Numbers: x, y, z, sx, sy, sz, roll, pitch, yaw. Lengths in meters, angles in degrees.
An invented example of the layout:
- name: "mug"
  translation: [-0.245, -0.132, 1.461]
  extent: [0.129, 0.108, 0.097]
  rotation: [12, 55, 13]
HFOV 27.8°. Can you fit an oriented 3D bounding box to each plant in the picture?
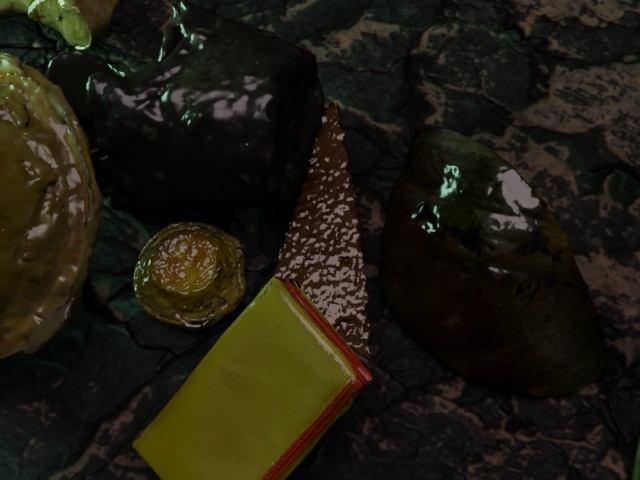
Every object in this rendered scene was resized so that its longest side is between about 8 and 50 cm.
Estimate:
- name: "plant"
  translation: [-0.144, -0.136, 1.368]
  extent: [0.276, 0.199, 0.188]
  rotation: [5, 52, 16]

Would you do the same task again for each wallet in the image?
- name: "wallet"
  translation: [-0.062, 0.164, 1.232]
  extent: [0.141, 0.067, 0.241]
  rotation: [48, 111, 19]

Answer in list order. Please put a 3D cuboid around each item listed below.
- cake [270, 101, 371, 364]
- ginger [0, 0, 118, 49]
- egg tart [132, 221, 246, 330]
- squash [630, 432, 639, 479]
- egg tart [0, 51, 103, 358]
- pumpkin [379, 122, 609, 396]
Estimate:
- name: "cake"
  translation: [0.000, 0.000, 1.336]
  extent: [0.113, 0.116, 0.295]
  rotation: [1, 64, 3]
- name: "ginger"
  translation: [-0.378, -0.367, 1.560]
  extent: [0.348, 0.122, 0.363]
  rotation: [13, 59, 8]
- name: "egg tart"
  translation: [-0.137, 0.030, 1.366]
  extent: [0.130, 0.052, 0.130]
  rotation: [-2, 61, 4]
- name: "squash"
  translation: [0.321, 0.258, 1.213]
  extent: [0.069, 0.069, 0.239]
  rotation: [12, 64, 10]
- name: "egg tart"
  translation: [-0.371, -0.035, 1.300]
  extent: [0.341, 0.129, 0.341]
  rotation: [-3, 84, 24]
- name: "pumpkin"
  translation: [0.150, 0.023, 1.284]
  extent: [0.148, 0.169, 0.312]
  rotation: [-38, 67, -18]
